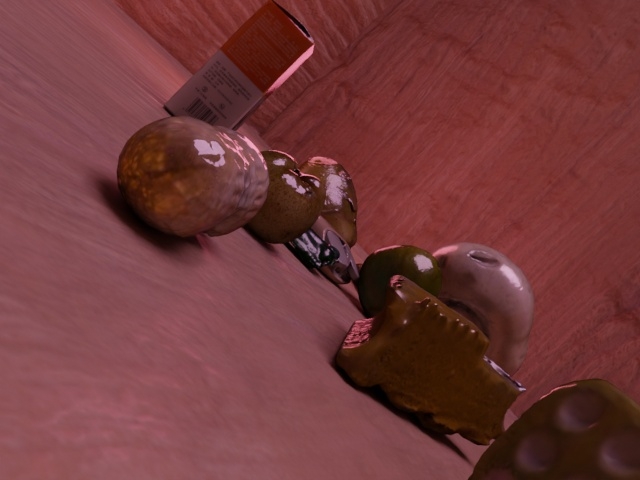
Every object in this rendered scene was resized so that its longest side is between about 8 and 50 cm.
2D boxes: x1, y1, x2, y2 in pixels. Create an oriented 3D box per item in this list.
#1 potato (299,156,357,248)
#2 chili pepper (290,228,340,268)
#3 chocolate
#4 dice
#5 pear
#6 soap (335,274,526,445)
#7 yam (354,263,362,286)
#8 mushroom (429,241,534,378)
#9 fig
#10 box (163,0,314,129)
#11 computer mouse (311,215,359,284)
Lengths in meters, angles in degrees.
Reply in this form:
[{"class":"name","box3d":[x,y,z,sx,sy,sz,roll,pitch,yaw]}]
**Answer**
[{"class":"potato","box3d":[0.022,-0.121,2.279,0.299,0.196,0.246,51,8,36]},{"class":"chili pepper","box3d":[-0.051,-0.017,1.539,0.216,0.062,0.108,43,5,-6]},{"class":"chocolate","box3d":[-0.132,-0.067,0.863,0.134,0.134,0.309,46,7,-1]},{"class":"dice","box3d":[0.329,0.322,0.876,0.233,0.238,0.227,43,4,-26]},{"class":"pear","box3d":[-0.079,-0.077,1.321,0.167,0.136,0.167,38,24,-20]},{"class":"soap","box3d":[0.182,0.197,1.113,0.304,0.169,0.339,36,4,5]},{"class":"yam","box3d":[0.119,0.109,1.968,0.057,0.057,0.241,45,3,-15]},{"class":"mushroom","box3d":[0.362,0.195,1.857,0.325,0.353,0.353,28,10,-17]},{"class":"fig","box3d":[0.168,0.102,1.698,0.181,0.191,0.181,23,-37,19]},{"class":"box","box3d":[-0.175,-0.374,1.761,0.143,0.341,0.225,46,5,-7]},{"class":"computer mouse","box3d":[0.000,0.000,1.707,0.145,0.082,0.236,42,5,-48]}]
